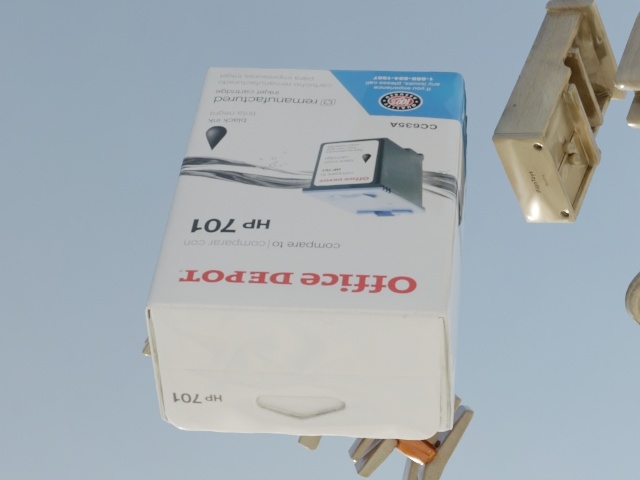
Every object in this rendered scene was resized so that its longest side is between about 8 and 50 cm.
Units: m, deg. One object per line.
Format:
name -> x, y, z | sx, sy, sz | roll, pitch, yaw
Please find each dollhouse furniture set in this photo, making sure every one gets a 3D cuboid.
dollhouse furniture set -> -0.003, 0.091, 1.461 | 0.262, 0.259, 0.135 | 30, -90, -4
dollhouse furniture set -> 0.282, -0.103, 1.337 | 0.212, 0.242, 0.161 | 62, -138, -40

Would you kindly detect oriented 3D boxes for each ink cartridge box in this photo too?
ink cartridge box -> 0.000, 0.000, 0.838 | 0.140, 0.190, 0.082 | 1, -51, 6

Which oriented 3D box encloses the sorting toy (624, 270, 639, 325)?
sorting toy -> 0.309, -0.080, 0.988 | 0.307, 0.041, 0.229 | -24, -27, -42
